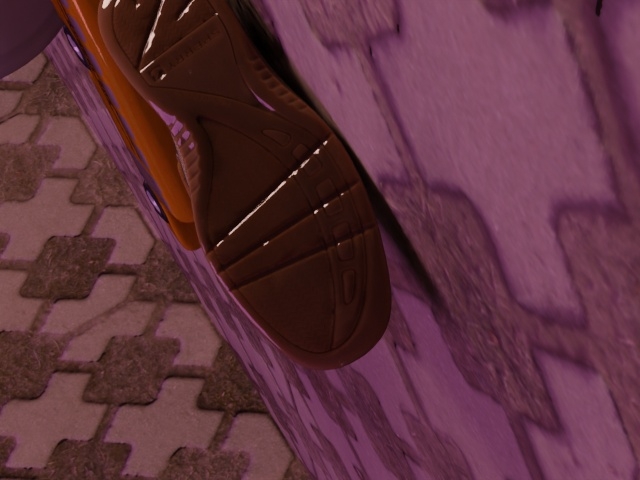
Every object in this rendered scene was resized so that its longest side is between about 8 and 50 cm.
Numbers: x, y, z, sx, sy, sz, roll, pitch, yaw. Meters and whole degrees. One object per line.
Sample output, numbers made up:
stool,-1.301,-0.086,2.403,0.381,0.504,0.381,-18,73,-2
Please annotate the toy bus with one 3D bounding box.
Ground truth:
toy bus,-0.138,-0.135,1.131,0.130,0.108,0.332,42,160,55

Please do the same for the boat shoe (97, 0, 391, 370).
boat shoe,-0.047,-0.055,0.925,0.342,0.123,0.123,57,-177,17

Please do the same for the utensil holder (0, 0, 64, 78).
utensil holder,-0.446,-0.389,1.333,0.327,0.328,0.385,57,167,15
